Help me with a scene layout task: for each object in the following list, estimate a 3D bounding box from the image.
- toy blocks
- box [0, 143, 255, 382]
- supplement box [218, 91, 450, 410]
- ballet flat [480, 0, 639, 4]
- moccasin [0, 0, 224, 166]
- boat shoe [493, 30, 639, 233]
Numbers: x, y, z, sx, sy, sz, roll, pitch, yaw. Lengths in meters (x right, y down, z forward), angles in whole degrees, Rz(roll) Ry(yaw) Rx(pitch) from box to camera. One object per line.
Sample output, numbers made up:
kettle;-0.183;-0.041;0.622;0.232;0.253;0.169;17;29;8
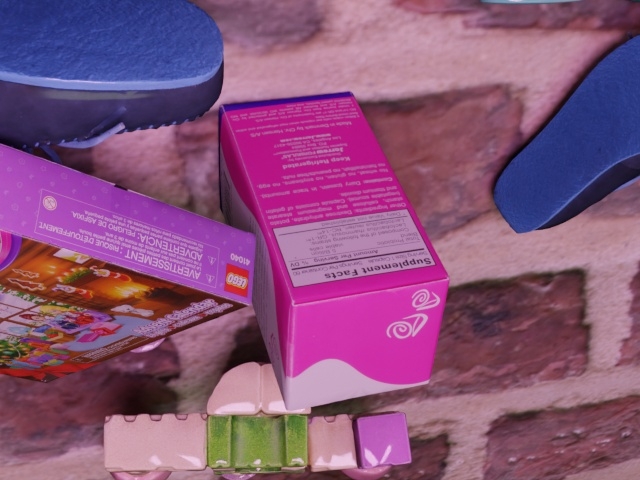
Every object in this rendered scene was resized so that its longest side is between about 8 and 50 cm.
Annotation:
toy blocks;-0.058;0.179;0.931;0.288;0.309;0.260;-1;166;-4
box;-0.214;0.032;0.713;0.201;0.057;0.293;21;150;-36
supplement box;0.000;0.000;0.738;0.114;0.220;0.111;-8;135;-13
ballet flat;0.211;-0.207;0.741;0.213;0.072;0.068;-3;106;-19
moccasin;-0.233;-0.104;0.639;0.342;0.138;0.117;3;137;-4
boat shoe;0.252;-0.102;0.836;0.089;0.109;0.258;-11;162;-47
